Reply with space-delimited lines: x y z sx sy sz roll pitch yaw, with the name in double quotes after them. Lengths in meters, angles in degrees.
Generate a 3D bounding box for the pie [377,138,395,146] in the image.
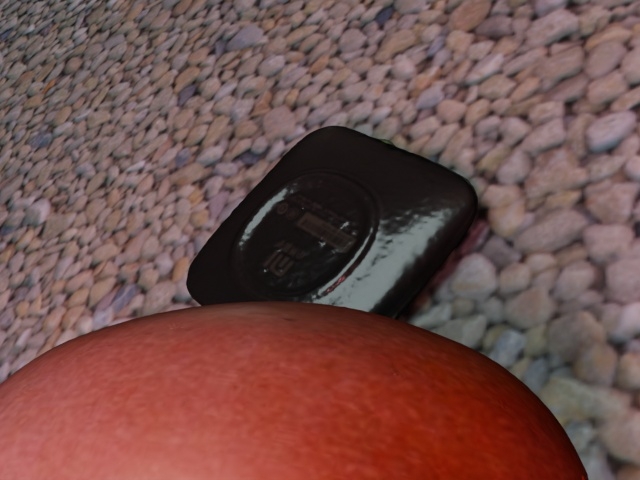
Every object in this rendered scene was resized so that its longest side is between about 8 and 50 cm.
0.031 -0.057 0.858 0.085 0.017 0.085 -23 41 22 "pie"

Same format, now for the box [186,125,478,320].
0.000 0.000 0.792 0.201 0.042 0.212 -52 44 -6 "box"

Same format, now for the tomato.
-0.035 0.176 0.436 0.321 0.321 0.321 -23 40 22 "tomato"
